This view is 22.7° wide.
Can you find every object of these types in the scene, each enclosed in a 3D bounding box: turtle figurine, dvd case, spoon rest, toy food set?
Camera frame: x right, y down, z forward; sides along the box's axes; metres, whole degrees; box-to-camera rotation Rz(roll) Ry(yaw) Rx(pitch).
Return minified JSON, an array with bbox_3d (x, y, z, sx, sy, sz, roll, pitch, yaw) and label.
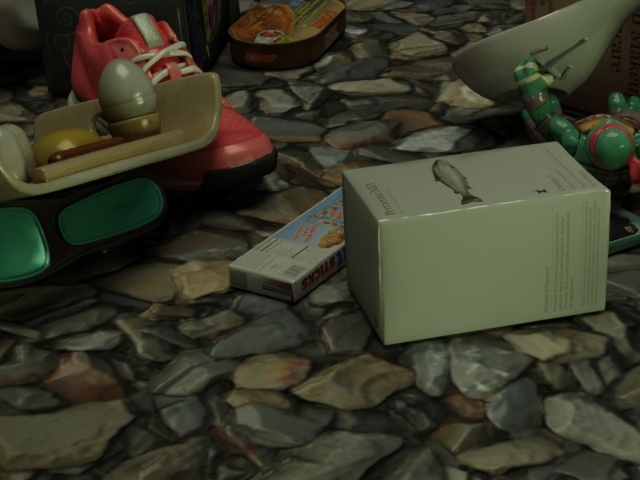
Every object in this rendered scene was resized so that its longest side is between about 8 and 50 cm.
[{"bbox_3d":[0.244,-0.100,1.375,0.175,0.118,0.234,17,3,0],"label":"turtle figurine"},{"bbox_3d":[0.213,-0.016,1.343,0.087,0.013,0.119,-15,26,-25],"label":"dvd case"},{"bbox_3d":[0.249,-0.183,1.477,0.276,0.084,0.137,-8,-13,38],"label":"spoon rest"},{"bbox_3d":[-0.251,-0.085,1.317,0.220,0.092,0.306,-9,7,33],"label":"toy food set"}]

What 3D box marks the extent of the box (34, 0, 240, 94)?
[{"bbox_3d":[-0.194,-0.269,1.756,0.165,0.143,0.270,0,25,9],"label":"box"}]

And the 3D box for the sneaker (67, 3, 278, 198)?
[{"bbox_3d":[-0.155,-0.136,1.484,0.116,0.136,0.314,-20,31,-30],"label":"sneaker"}]

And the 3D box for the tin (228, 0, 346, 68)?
[{"bbox_3d":[-0.034,-0.238,1.804,0.106,0.040,0.189,3,26,20],"label":"tin"}]

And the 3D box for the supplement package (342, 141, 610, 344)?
[{"bbox_3d":[0.116,0.000,1.211,0.179,0.105,0.105,-9,27,-12],"label":"supplement package"}]

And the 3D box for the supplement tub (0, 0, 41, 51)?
[{"bbox_3d":[-0.451,-0.317,1.764,0.316,0.228,0.228,-1,25,19],"label":"supplement tub"}]

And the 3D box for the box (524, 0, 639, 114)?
[{"bbox_3d":[0.327,-0.201,1.564,0.232,0.148,0.127,21,34,40],"label":"box"}]

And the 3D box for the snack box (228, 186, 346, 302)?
[{"bbox_3d":[0.000,0.000,1.316,0.064,0.022,0.178,12,29,30],"label":"snack box"}]

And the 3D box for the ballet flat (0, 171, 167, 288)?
[{"bbox_3d":[-0.224,-0.006,1.308,0.203,0.074,0.074,-17,29,-16],"label":"ballet flat"}]
